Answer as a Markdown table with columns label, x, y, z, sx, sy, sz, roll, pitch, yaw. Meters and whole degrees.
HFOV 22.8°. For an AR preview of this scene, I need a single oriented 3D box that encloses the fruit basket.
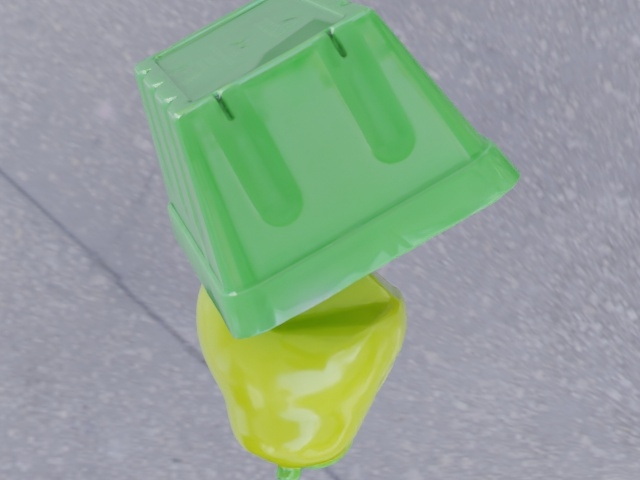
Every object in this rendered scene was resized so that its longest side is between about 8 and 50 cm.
| label | x | y | z | sx | sy | sz | roll | pitch | yaw |
| --- | --- | --- | --- | --- | --- | --- | --- | --- | --- |
| fruit basket | 0.000 | 0.000 | 1.307 | 0.283 | 0.392 | 0.392 | -30 | 75 | -4 |
